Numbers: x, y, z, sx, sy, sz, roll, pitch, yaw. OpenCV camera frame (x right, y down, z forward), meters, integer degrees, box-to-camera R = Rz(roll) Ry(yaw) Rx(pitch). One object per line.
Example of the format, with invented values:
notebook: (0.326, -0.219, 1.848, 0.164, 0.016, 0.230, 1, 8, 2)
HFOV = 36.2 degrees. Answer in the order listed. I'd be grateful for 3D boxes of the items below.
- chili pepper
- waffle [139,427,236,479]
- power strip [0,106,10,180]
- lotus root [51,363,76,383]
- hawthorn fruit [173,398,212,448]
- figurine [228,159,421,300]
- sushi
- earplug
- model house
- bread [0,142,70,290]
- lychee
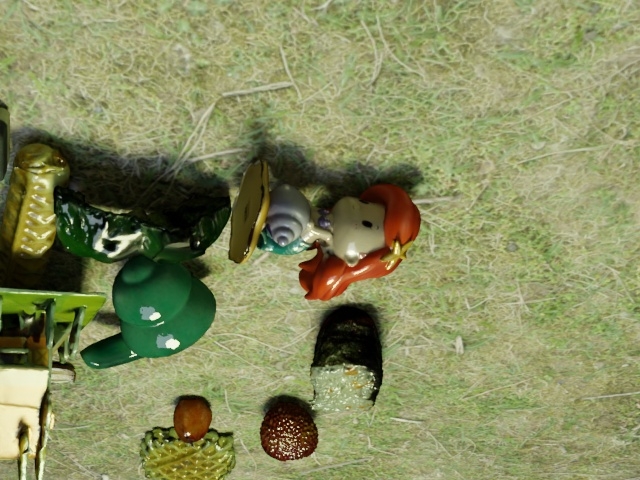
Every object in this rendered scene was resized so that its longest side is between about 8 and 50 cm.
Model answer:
chili pepper: (-0.262, -0.011, 1.467, 0.265, 0.116, 0.148, -3, 151, -17)
waffle: (-0.293, 0.480, 2.161, 0.214, 0.054, 0.207, 9, 137, -4)
power strip: (-0.570, -0.156, 1.373, 0.257, 0.070, 0.105, 9, 139, -11)
lotus root: (-0.521, 0.259, 1.917, 0.083, 0.030, 0.037, 1, 110, -3)
hawthorn fruit: (-0.262, 0.373, 1.994, 0.081, 0.093, 0.081, 0, 142, 0)
figurine: (0.001, -0.009, 1.460, 0.257, 0.181, 0.208, 15, 100, -18)
sushi: (0.049, 0.227, 1.773, 0.136, 0.126, 0.225, 2, 143, 0)
earplug: (-0.293, 0.122, 1.657, 0.258, 0.164, 0.280, 13, 140, 25)
model house: (-0.484, 0.249, 1.593, 0.243, 0.312, 0.358, 2, 163, -24)
bread: (-0.458, -0.019, 1.533, 0.084, 0.077, 0.367, 12, 139, -18)
lychee: (-0.065, 0.390, 1.989, 0.123, 0.123, 0.129, 0, 133, 3)
